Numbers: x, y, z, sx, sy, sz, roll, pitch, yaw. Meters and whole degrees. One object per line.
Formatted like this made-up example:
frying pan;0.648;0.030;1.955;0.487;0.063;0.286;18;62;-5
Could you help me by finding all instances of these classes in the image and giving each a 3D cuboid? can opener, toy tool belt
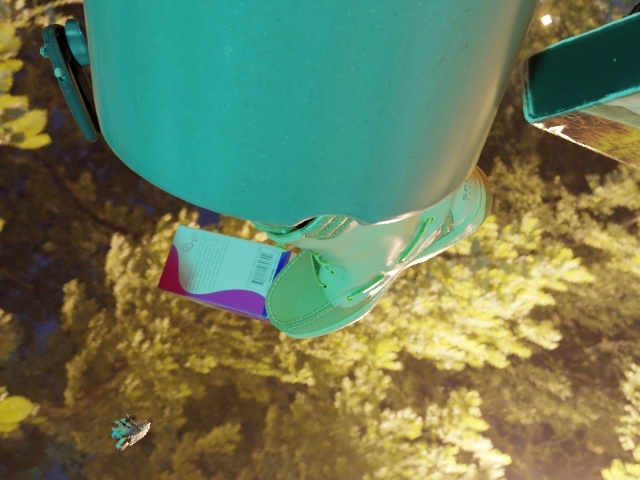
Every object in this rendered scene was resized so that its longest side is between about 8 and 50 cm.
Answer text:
can opener;-0.358;-0.230;1.305;0.059;0.073;0.186;-42;-47;-45
toy tool belt;-0.342;0.333;1.564;0.051;0.052;0.083;33;-152;15

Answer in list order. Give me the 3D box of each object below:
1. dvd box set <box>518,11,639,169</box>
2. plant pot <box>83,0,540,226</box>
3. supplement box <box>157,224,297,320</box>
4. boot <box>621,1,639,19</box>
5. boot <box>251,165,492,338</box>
dvd box set;0.404;-0.108;0.705;0.420;0.308;0.062;12;-108;-44
plant pot;0.003;-0.210;0.497;0.341;0.341;0.334;-89;6;-53
supplement box;-0.131;0.058;1.416;0.114;0.220;0.111;33;-107;-59
boot;0.466;-0.325;1.256;0.045;0.099;0.121;45;-159;-1
boot;0.000;0.000;0.792;0.203;0.262;0.095;12;-129;-50
